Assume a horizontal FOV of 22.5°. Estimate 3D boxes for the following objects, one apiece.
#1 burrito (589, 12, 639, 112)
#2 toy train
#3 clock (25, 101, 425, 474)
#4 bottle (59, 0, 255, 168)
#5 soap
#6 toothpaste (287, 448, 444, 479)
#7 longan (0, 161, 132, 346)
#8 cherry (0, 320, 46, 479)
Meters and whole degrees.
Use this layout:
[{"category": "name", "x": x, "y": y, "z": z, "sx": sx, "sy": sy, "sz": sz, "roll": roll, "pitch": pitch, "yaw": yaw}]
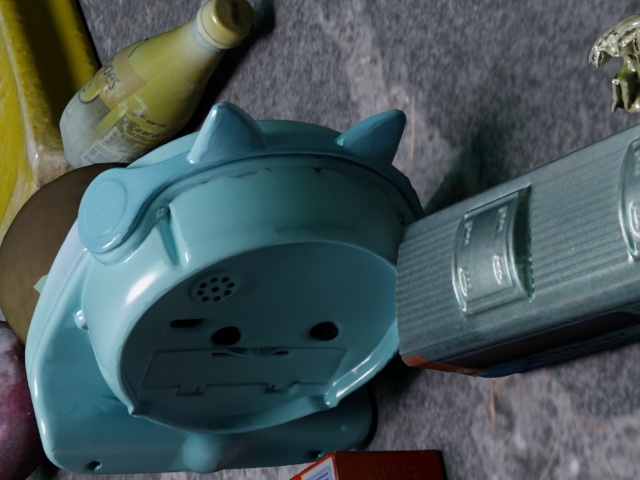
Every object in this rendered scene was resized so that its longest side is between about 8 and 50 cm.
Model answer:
[{"category": "burrito", "x": 0.190, "y": -0.096, "z": 0.727, "sx": 0.188, "sy": 0.045, "sz": 0.058, "roll": -19, "pitch": 77, "yaw": 58}, {"category": "toy train", "x": 0.166, "y": -0.011, "z": 0.721, "sx": 0.409, "sy": 0.089, "sz": 0.086, "roll": -25, "pitch": 59, "yaw": 59}, {"category": "clock", "x": -0.044, "y": 0.030, "z": 0.942, "sx": 0.274, "sy": 0.223, "sz": 0.094, "roll": 114, "pitch": 146, "yaw": -44}, {"category": "bottle", "x": -0.129, "y": -0.128, "z": 1.289, "sx": 0.269, "sy": 0.083, "sz": 0.083, "roll": -33, "pitch": 58, "yaw": 53}, {"category": "soap", "x": -0.287, "y": -0.117, "z": 1.577, "sx": 0.199, "sy": 0.091, "sz": 0.315, "roll": -64, "pitch": 35, "yaw": 38}, {"category": "toothpaste", "x": -0.028, "y": 0.214, "z": 1.064, "sx": 0.320, "sy": 0.076, "sz": 0.066, "roll": -40, "pitch": 52, "yaw": 53}, {"category": "longan", "x": -0.170, "y": 0.028, "z": 1.263, "sx": 0.189, "sy": 0.189, "sz": 0.189, "roll": -12, "pitch": 76, "yaw": 61}, {"category": "cherry", "x": -0.322, "y": 0.155, "z": 1.561, "sx": 0.176, "sy": 0.140, "sz": 0.176, "roll": -14, "pitch": 67, "yaw": 36}]
